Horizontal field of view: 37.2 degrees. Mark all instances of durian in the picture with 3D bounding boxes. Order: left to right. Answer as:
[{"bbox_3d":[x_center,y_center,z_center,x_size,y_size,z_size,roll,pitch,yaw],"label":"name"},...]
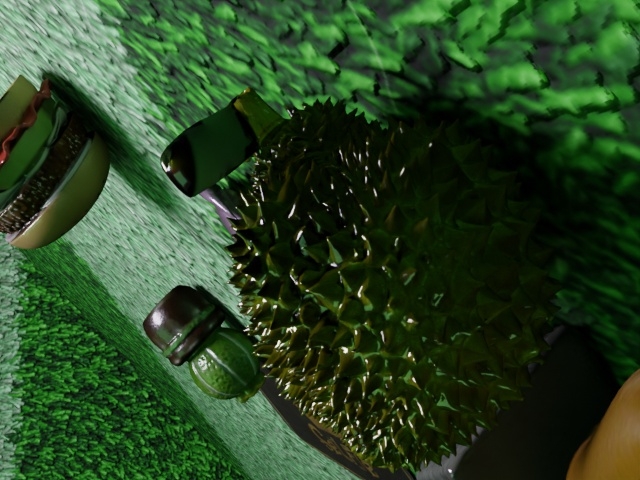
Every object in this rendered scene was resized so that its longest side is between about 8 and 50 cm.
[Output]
[{"bbox_3d":[0.029,0.014,0.464,0.198,0.146,0.159,53,165,45],"label":"durian"}]

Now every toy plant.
[{"bbox_3d":[-0.137,0.132,1.169,0.162,0.093,0.093,41,162,1],"label":"toy plant"}]

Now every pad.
[{"bbox_3d":[0.006,0.285,1.242,0.375,0.063,0.315,17,148,56],"label":"pad"}]

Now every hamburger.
[{"bbox_3d":[-0.289,-0.071,0.956,0.137,0.175,0.175,37,166,-23],"label":"hamburger"}]

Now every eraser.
[{"bbox_3d":[0.171,0.197,0.602,0.077,0.111,0.352,20,150,56],"label":"eraser"}]

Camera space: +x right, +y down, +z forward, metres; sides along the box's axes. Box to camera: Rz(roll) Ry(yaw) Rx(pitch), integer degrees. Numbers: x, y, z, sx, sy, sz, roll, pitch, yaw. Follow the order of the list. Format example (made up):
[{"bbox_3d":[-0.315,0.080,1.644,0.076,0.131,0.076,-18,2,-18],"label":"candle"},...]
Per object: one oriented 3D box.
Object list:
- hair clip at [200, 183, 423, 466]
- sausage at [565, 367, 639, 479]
[{"bbox_3d":[0.028,0.074,0.720,0.358,0.110,0.096,41,122,25],"label":"hair clip"},{"bbox_3d":[0.162,0.092,0.373,0.112,0.112,0.328,38,167,21],"label":"sausage"}]
